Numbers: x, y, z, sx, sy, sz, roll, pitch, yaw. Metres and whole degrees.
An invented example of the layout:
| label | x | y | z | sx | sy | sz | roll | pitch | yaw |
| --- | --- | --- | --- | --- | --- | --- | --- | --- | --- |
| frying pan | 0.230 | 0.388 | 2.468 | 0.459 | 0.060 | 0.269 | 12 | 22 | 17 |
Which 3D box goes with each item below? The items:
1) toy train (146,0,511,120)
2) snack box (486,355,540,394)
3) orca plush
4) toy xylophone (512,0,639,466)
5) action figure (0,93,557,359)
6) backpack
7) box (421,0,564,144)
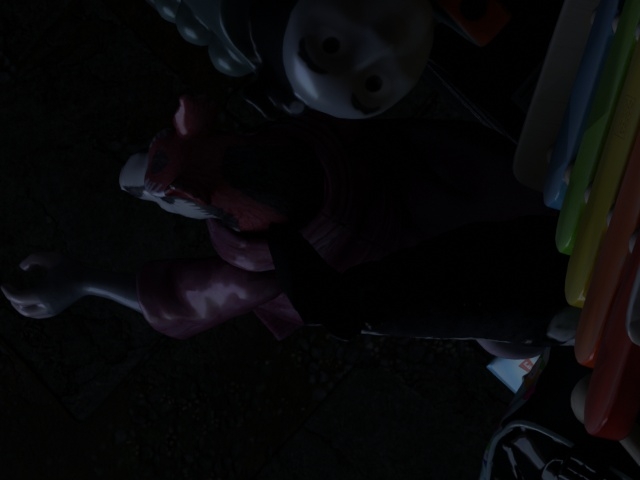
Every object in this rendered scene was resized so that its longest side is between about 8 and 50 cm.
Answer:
| label | x | y | z | sx | sy | sz | roll | pitch | yaw |
| --- | --- | --- | --- | --- | --- | --- | --- | --- | --- |
| toy train | -0.006 | -0.171 | 0.748 | 0.142 | 0.190 | 0.334 | 39 | -174 | -35 |
| snack box | 0.281 | 0.072 | 1.229 | 0.187 | 0.060 | 0.322 | 43 | -139 | 4 |
| orca plush | 0.107 | -0.002 | 0.818 | 0.287 | 0.102 | 0.151 | 5 | -174 | -24 |
| toy xylophone | 0.140 | -0.014 | 0.614 | 0.081 | 0.236 | 0.323 | 16 | -176 | -3 |
| action figure | 0.000 | 0.000 | 0.909 | 0.275 | 0.248 | 0.370 | 32 | -175 | 18 |
| backpack | 0.217 | 0.169 | 0.986 | 0.225 | 0.191 | 0.253 | 29 | 145 | 14 |
| box | 0.175 | -0.105 | 1.137 | 0.261 | 0.103 | 0.184 | 38 | -179 | -42 |
